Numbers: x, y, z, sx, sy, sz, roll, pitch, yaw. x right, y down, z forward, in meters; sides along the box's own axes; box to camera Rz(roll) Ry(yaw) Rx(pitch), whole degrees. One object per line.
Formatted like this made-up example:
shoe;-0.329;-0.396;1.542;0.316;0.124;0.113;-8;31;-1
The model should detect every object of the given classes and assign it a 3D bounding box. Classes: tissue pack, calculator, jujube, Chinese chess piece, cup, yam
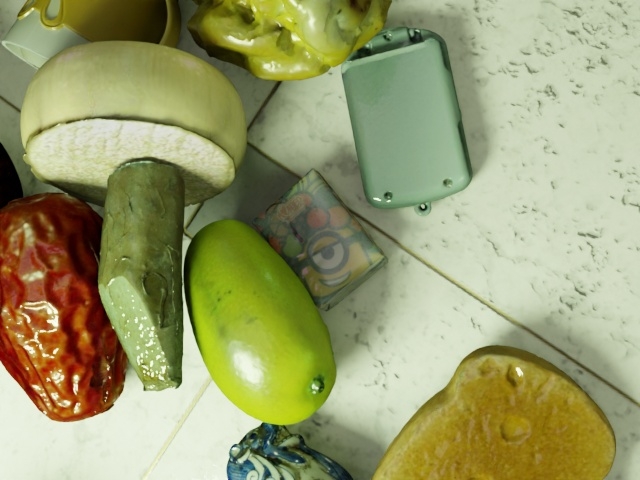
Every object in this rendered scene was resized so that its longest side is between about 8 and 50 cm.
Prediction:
tissue pack;0.000;0.000;1.040;0.108;0.060;0.148;-39;77;7
calculator;0.107;-0.150;1.033;0.141;0.045;0.246;-13;82;14
jujube;-0.330;0.085;1.048;0.197;0.197;0.290;-5;103;15
Chinese chess piece;-0.225;-0.132;1.005;0.270;0.270;0.112;-6;69;15
cup;-0.268;-0.291;1.076;0.241;0.185;0.226;22;84;32
yam;-0.209;0.045;0.968;0.106;0.106;0.259;-5;75;15

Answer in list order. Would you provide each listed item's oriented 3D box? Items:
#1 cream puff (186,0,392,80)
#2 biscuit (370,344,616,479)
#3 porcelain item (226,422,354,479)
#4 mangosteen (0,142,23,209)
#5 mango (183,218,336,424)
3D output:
cream puff;-0.068;-0.358;0.979;0.257;0.324;0.291;-12;46;30
biscuit;0.208;0.308;0.946;0.287;0.057;0.344;34;89;6
porcelain item;-0.084;0.368;0.991;0.186;0.138;0.288;40;94;19
mangosteen;-0.554;-0.053;1.080;0.300;0.300;0.300;-1;84;15
mango;-0.083;0.093;0.991;0.149;0.185;0.273;-26;78;-11
